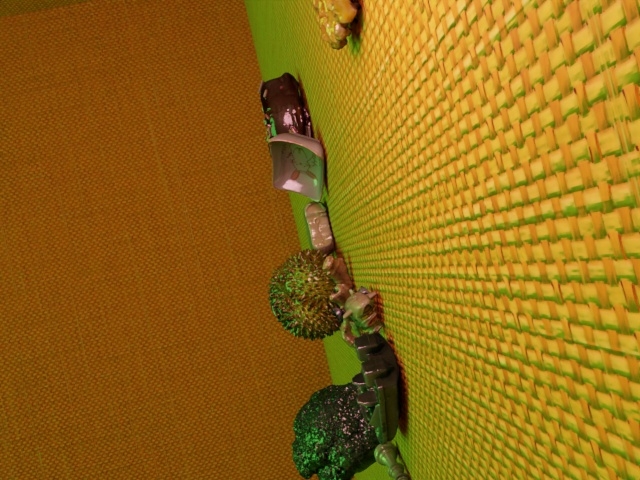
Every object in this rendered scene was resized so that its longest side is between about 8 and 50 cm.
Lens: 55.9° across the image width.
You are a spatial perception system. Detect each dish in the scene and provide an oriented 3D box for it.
[{"bbox_3d":[-0.054,-0.210,1.633,0.212,0.151,0.077,91,-160,-57],"label":"dish"}]

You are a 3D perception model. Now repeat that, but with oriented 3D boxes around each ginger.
[{"bbox_3d":[0.064,0.170,1.591,0.089,0.075,0.287,-36,-61,-50],"label":"ginger"}]

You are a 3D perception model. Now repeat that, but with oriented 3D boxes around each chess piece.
[{"bbox_3d":[0.178,0.539,1.420,0.149,0.059,0.059,-137,34,-68],"label":"chess piece"}]

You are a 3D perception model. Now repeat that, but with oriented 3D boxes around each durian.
[{"bbox_3d":[-0.036,0.159,1.746,0.291,0.225,0.290,161,90,-83],"label":"durian"}]

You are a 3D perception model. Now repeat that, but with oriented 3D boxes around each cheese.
[{"bbox_3d":[-0.005,-0.014,1.858,0.248,0.071,0.163,89,166,-69],"label":"cheese"}]

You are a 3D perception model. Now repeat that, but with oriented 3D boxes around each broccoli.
[{"bbox_3d":[0.057,0.542,1.693,0.275,0.308,0.307,30,-149,-41],"label":"broccoli"}]

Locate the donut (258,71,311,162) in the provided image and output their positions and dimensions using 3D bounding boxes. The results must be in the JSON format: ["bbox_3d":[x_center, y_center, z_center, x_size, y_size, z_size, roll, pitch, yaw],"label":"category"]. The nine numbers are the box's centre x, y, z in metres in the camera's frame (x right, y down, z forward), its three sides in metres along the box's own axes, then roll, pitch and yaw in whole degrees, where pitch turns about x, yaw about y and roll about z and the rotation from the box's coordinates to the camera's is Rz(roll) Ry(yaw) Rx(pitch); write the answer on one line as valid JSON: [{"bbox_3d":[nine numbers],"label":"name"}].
[{"bbox_3d":[-0.097,-0.300,1.816,0.345,0.136,0.259,85,174,-64],"label":"donut"}]

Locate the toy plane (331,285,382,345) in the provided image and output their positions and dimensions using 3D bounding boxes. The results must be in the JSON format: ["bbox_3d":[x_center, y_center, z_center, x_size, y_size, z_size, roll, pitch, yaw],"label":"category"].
[{"bbox_3d":[0.088,0.175,1.338,0.108,0.092,0.286,50,166,12],"label":"toy plane"}]

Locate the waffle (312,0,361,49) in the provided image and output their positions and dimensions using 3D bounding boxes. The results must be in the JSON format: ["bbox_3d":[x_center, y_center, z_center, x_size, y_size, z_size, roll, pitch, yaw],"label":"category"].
[{"bbox_3d":[0.007,-0.420,0.867,0.280,0.060,0.262,139,115,-85],"label":"waffle"}]

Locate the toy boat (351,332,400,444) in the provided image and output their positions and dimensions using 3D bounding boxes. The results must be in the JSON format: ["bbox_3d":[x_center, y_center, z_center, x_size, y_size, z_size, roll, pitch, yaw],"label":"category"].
[{"bbox_3d":[0.120,0.334,1.277,0.141,0.092,0.319,-106,5,-48],"label":"toy boat"}]
